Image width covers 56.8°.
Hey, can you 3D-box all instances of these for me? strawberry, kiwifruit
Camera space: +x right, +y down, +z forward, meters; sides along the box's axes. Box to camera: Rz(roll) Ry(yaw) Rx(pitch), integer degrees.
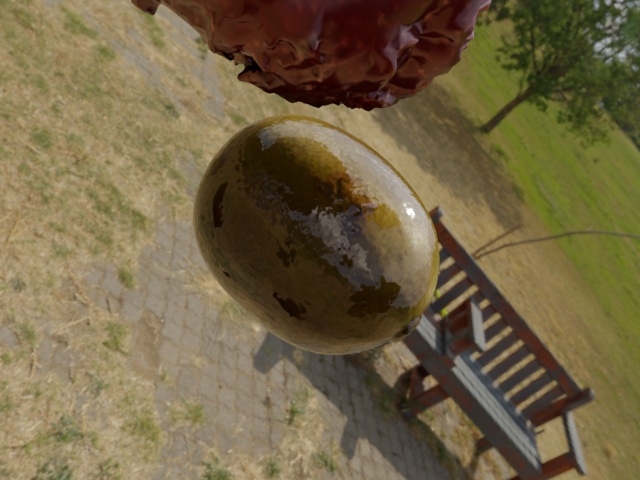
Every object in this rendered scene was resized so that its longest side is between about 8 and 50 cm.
[{"bbox_3d":[0.001,-0.202,0.389,0.220,0.274,0.274,69,1,-54],"label":"strawberry"},{"bbox_3d":[0.000,0.000,0.540,0.234,0.196,0.196,42,20,20],"label":"kiwifruit"}]
